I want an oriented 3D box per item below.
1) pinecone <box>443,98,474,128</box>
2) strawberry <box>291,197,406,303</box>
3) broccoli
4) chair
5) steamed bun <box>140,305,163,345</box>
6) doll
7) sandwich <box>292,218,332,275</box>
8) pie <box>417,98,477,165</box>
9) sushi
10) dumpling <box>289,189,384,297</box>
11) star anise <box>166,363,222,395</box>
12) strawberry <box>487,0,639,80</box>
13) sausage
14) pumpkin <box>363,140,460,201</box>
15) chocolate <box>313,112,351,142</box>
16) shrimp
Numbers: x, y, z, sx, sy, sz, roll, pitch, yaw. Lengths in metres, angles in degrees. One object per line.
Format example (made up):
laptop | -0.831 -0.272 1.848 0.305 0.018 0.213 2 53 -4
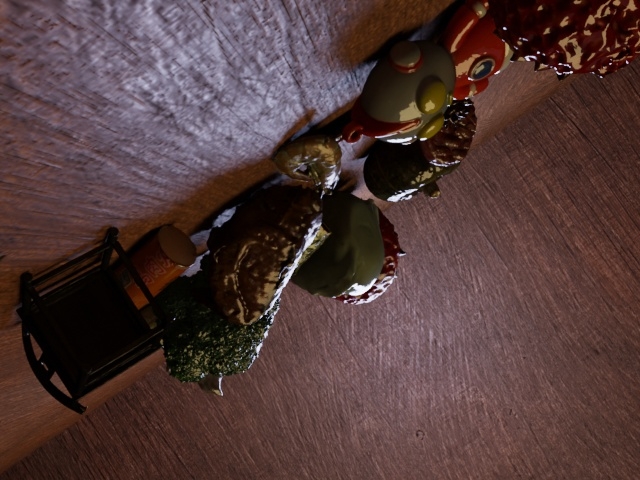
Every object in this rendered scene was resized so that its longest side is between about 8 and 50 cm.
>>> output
pinecone | 0.181 -0.222 1.209 0.102 0.110 0.102 -11 168 -2
strawberry | 0.056 0.048 2.104 0.310 0.292 0.292 -40 176 -8
broccoli | -0.217 0.141 1.648 0.269 0.254 0.269 -3 -163 1
chair | -0.298 0.115 1.063 0.141 0.155 0.260 -31 173 -28
steamed bun | -0.364 0.193 1.769 0.130 0.091 0.112 -29 171 -45
doll | 0.163 -0.221 1.070 0.336 0.105 0.200 -34 153 -16
sandwich | -0.062 -0.016 1.547 0.122 0.128 0.235 -42 175 5
pie | 0.244 -0.217 1.584 0.154 0.155 0.036 -32 -156 -27
sushi | -0.104 0.016 1.376 0.179 0.166 0.296 -97 -155 -53
dumpling | 0.027 -0.011 1.797 0.212 0.270 0.320 -56 165 9
star anise | -0.283 0.220 1.874 0.139 0.316 0.360 1 115 -29
strawberry | 0.278 -0.292 0.844 0.205 0.205 0.244 -32 155 -21
sausage | -0.278 0.067 1.206 0.234 0.071 0.071 -38 174 30
pumpkin | 0.204 -0.159 1.705 0.219 0.162 0.219 -30 173 -4
chocolate | 0.041 -0.172 1.244 0.182 0.028 0.086 -31 178 -5
shrimp | -0.014 -0.104 1.213 0.099 0.041 0.180 -15 158 1
